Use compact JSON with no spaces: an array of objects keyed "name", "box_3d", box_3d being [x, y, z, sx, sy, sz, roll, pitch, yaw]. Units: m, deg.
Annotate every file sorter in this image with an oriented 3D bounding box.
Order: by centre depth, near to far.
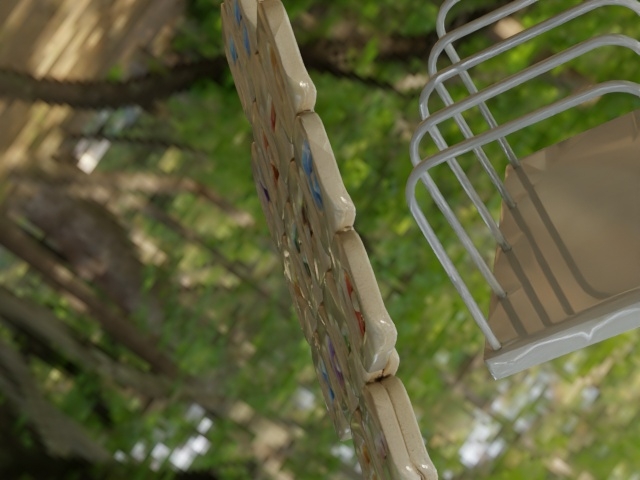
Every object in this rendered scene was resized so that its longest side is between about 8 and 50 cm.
[{"name":"file sorter","box_3d":[0.177,-0.074,1.321,0.192,0.173,0.278,-23,-155,21]}]

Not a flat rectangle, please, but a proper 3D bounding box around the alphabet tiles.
[{"name":"alphabet tiles","box_3d":[0.000,0.000,0.944,0.021,0.284,0.278,-16,166,-7]}]
